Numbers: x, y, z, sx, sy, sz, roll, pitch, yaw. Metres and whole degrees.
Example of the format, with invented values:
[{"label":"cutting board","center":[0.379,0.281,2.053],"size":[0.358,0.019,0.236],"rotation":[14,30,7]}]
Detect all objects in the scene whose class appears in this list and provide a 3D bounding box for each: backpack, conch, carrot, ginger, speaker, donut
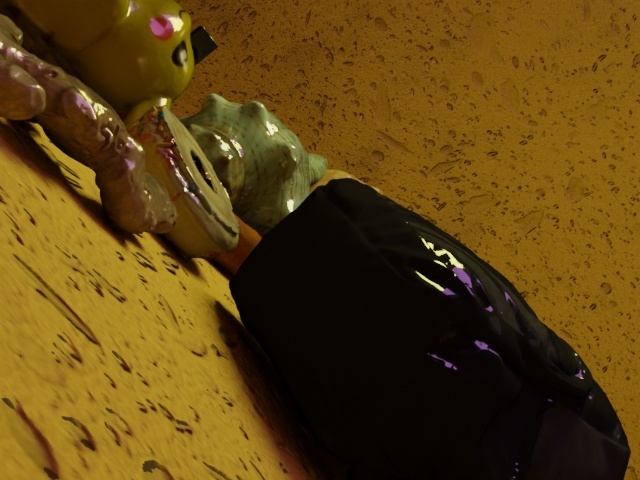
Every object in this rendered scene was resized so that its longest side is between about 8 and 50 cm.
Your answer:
[{"label":"backpack","center":[0.121,0.150,0.820],"size":[0.446,0.255,0.363],"rotation":[35,6,-30]},{"label":"conch","center":[-0.085,-0.102,1.119],"size":[0.386,0.169,0.203],"rotation":[-11,75,-42]},{"label":"carrot","center":[-0.117,0.001,1.036],"size":[0.067,0.067,0.225],"rotation":[51,2,30]},{"label":"ginger","center":[-0.184,-0.086,0.599],"size":[0.149,0.065,0.258],"rotation":[48,0,27]},{"label":"speaker","center":[-0.248,-0.260,1.276],"size":[0.040,0.191,0.046],"rotation":[51,-1,-23]},{"label":"donut","center":[-0.146,-0.055,0.850],"size":[0.174,0.068,0.174],"rotation":[60,3,-6]}]

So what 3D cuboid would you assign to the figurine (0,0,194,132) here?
[{"label":"figurine","center":[-0.250,-0.243,0.916],"size":[0.326,0.169,0.218],"rotation":[49,16,-30]}]

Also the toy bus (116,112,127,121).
[{"label":"toy bus","center":[-0.300,-0.246,1.091],"size":[0.195,0.089,0.081],"rotation":[52,0,-6]}]

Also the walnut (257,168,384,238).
[{"label":"walnut","center":[0.000,0.000,1.335],"size":[0.224,0.257,0.257],"rotation":[51,-1,23]}]
